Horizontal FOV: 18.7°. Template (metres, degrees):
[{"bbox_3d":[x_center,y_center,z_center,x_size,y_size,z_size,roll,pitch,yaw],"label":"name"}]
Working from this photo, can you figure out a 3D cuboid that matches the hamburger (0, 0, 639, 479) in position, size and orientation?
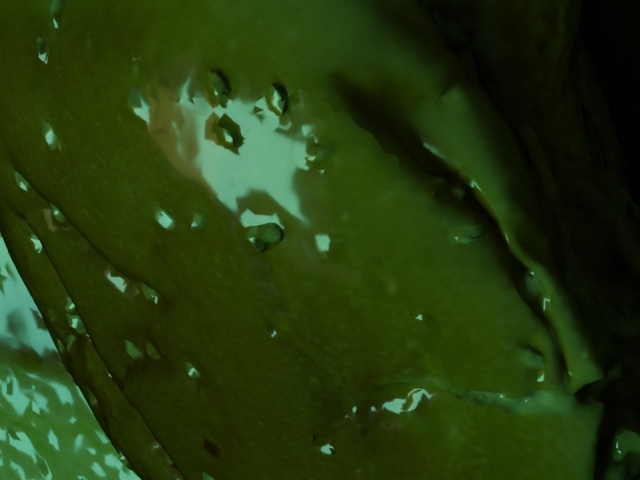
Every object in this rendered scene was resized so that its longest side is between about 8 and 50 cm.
[{"bbox_3d":[0.000,0.000,0.691,0.314,0.170,0.290,0,122,58],"label":"hamburger"}]

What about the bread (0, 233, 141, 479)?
[{"bbox_3d":[-0.098,0.005,1.021,0.405,0.242,0.345,7,116,21],"label":"bread"}]
